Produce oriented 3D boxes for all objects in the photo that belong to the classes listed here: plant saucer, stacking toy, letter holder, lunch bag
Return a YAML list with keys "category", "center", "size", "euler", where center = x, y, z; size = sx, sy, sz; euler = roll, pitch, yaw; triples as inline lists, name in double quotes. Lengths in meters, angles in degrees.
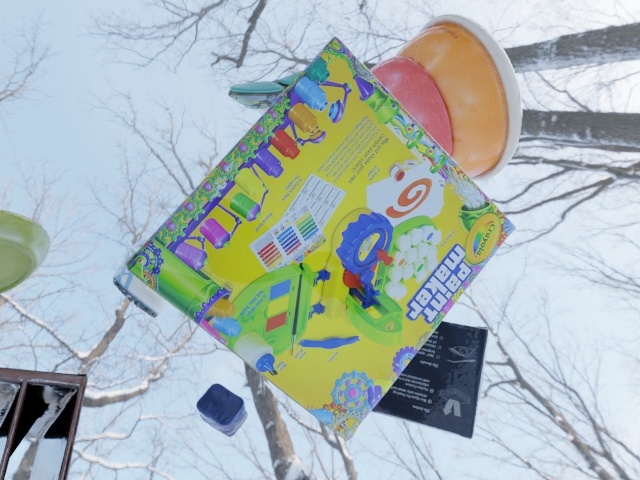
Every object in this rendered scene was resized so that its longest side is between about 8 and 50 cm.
- category: "plant saucer"
  center: [-0.567, 0.038, 0.743]
  size: [0.241, 0.037, 0.241]
  euler: [-24, -23, -11]
- category: "stacking toy"
  center: [0.114, -0.218, 0.940]
  size: [0.480, 0.350, 0.350]
  euler: [-23, -68, -12]
- category: "letter holder"
  center: [-0.469, 0.338, 0.662]
  size: [0.152, 0.214, 0.302]
  euler: [17, -42, -32]
- category: "lunch bag"
  center: [-0.197, 0.337, 0.917]
  size: [0.067, 0.098, 0.065]
  euler: [-46, -31, -36]

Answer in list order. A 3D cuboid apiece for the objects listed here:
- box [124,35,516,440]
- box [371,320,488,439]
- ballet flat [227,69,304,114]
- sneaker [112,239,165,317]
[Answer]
- category: "box"
  center: [0.000, 0.000, 0.526]
  size: [0.279, 0.177, 0.290]
  euler: [43, -98, -13]
- category: "box"
  center: [0.168, 0.204, 0.716]
  size: [0.093, 0.156, 0.158]
  euler: [47, -125, -62]
- category: "ballet flat"
  center: [-0.073, -0.244, 0.791]
  size: [0.188, 0.070, 0.070]
  euler: [-25, -65, -34]
- category: "sneaker"
  center: [-0.279, 0.049, 0.757]
  size: [0.086, 0.237, 0.085]
  euler: [-42, -63, -3]
